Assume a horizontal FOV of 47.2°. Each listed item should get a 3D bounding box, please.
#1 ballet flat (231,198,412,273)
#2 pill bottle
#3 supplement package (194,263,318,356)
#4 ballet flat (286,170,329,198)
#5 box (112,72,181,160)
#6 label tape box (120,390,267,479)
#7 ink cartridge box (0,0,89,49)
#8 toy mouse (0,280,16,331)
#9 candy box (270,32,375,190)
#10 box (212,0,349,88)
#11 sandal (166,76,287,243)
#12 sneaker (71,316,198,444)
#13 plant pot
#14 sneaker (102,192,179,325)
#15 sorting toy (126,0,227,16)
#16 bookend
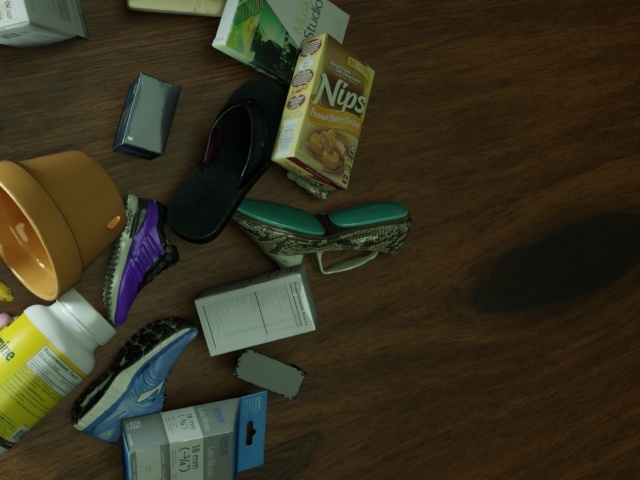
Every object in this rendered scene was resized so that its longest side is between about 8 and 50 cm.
[{"bbox_3d":[0.000,0.000,1.774,0.483,0.164,0.182,-1,117,-24],"label":"ballet flat"},{"bbox_3d":[-0.589,0.255,1.494,0.334,0.188,0.188,-45,107,-17],"label":"pill bottle"},{"bbox_3d":[-0.140,0.155,1.664,0.244,0.134,0.139,-14,98,4],"label":"supplement package"},{"bbox_3d":[-0.061,-0.198,1.781,0.077,0.091,0.241,-26,97,9],"label":"ballet flat"},{"bbox_3d":[-0.379,-0.264,1.592,0.093,0.158,0.156,16,85,-23],"label":"box"},{"bbox_3d":[-0.264,0.487,1.632,0.334,0.106,0.240,-7,121,-22],"label":"label tape box"},{"bbox_3d":[-0.612,-0.558,1.480,0.130,0.272,0.309,-11,95,8],"label":"ink cartridge box"},{"bbox_3d":[-0.701,0.153,1.529,0.161,0.031,0.143,46,74,-17],"label":"toy mouse"},{"bbox_3d":[0.010,-0.295,1.708,0.183,0.088,0.316,28,70,-42],"label":"candy box"},{"bbox_3d":[-0.083,-0.493,1.715,0.322,0.058,0.232,20,83,-41],"label":"box"},{"bbox_3d":[-0.193,-0.197,1.639,0.168,0.107,0.445,20,67,10],"label":"sandal"},{"bbox_3d":[-0.390,0.311,1.630,0.330,0.130,0.147,-47,118,-10],"label":"sneaker"},{"bbox_3d":[-0.534,-0.054,1.480,0.203,0.291,0.290,-37,105,-35],"label":"plant pot"},{"bbox_3d":[-0.388,0.051,1.623,0.146,0.102,0.293,13,86,-23],"label":"sneaker"},{"bbox_3d":[-0.315,-0.632,1.652,0.257,0.089,0.255,-3,92,-23],"label":"sorting toy"},{"bbox_3d":[-0.129,0.306,1.724,0.156,0.157,0.072,23,82,-9],"label":"bookend"}]
